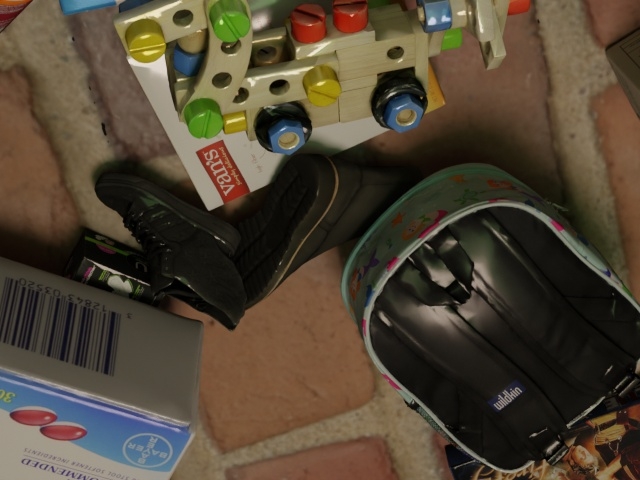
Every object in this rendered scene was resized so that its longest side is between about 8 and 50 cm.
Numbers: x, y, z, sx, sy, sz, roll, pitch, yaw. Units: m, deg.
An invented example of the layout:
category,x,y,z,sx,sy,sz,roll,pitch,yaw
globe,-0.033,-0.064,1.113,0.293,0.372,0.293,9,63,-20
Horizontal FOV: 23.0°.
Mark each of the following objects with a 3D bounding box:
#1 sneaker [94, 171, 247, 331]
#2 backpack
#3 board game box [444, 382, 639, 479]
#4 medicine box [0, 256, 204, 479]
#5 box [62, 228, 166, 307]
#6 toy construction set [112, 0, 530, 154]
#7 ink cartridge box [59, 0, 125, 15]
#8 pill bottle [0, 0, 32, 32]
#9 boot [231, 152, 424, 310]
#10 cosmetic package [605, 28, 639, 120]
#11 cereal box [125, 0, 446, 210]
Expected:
category,x,y,z,sx,sy,sz,roll,pitch,yaw
sneaker,-0.137,0.009,1.414,0.170,0.089,0.051,25,153,-5
backpack,0.148,0.056,1.436,0.225,0.191,0.253,-44,121,10
board game box,0.270,0.247,1.615,0.243,0.042,0.165,-20,116,7
medicine box,-0.279,0.175,1.422,0.263,0.149,0.289,19,127,-16
box,-0.191,0.037,1.450,0.083,0.062,0.052,24,111,-19
toy construction set,0.000,-0.171,1.257,0.327,0.151,0.215,-2,135,3
ink cartridge box,-0.130,-0.284,1.292,0.203,0.086,0.148,-12,117,-4
pill bottle,-0.280,-0.208,1.273,0.086,0.086,0.152,34,149,-21
boot,0.000,0.000,1.460,0.137,0.077,0.198,0,146,-39
cosmetic package,0.372,-0.107,1.323,0.160,0.309,0.113,-30,117,8
cereal box,-0.030,-0.149,1.391,0.240,0.047,0.173,-25,118,4
